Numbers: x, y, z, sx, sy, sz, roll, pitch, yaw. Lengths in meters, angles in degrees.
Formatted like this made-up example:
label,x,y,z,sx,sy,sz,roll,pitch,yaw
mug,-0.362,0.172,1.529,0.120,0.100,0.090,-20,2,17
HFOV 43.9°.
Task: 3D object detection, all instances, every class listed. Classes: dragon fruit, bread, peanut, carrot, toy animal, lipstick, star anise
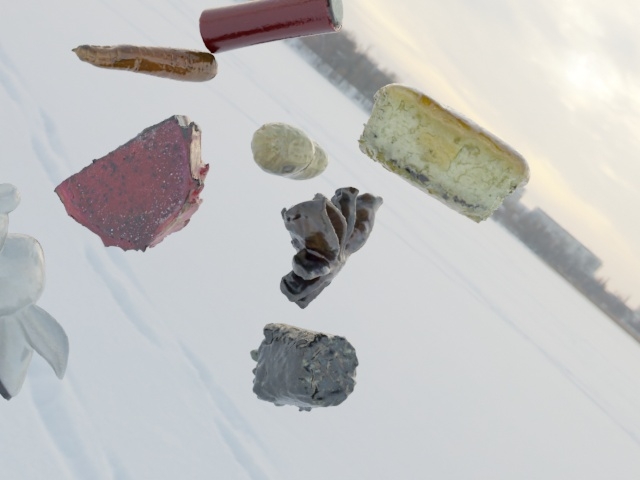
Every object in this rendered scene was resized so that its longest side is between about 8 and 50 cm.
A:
label,x,y,z,sx,sy,sz,roll,pitch,yaw
dragon fruit,-0.260,-0.094,1.225,0.163,0.261,0.189,51,27,-24
bread,0.169,-0.121,1.110,0.245,0.121,0.174,29,6,4
peanut,-0.057,-0.183,1.684,0.236,0.120,0.110,12,42,-59
carrot,-0.278,-0.293,1.293,0.247,0.059,0.059,-1,34,-33
toy animal,-0.303,0.044,0.722,0.127,0.131,0.182,-91,168,-48
lipstick,-0.082,-0.362,1.304,0.080,0.241,0.080,-5,90,-67
star anise,0.001,0.000,1.180,0.110,0.198,0.257,32,20,11

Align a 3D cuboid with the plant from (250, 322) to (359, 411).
label,x,y,z,sx,sy,sz,roll,pitch,yaw
plant,-0.036,0.199,1.251,0.132,0.129,0.194,22,-19,-29
